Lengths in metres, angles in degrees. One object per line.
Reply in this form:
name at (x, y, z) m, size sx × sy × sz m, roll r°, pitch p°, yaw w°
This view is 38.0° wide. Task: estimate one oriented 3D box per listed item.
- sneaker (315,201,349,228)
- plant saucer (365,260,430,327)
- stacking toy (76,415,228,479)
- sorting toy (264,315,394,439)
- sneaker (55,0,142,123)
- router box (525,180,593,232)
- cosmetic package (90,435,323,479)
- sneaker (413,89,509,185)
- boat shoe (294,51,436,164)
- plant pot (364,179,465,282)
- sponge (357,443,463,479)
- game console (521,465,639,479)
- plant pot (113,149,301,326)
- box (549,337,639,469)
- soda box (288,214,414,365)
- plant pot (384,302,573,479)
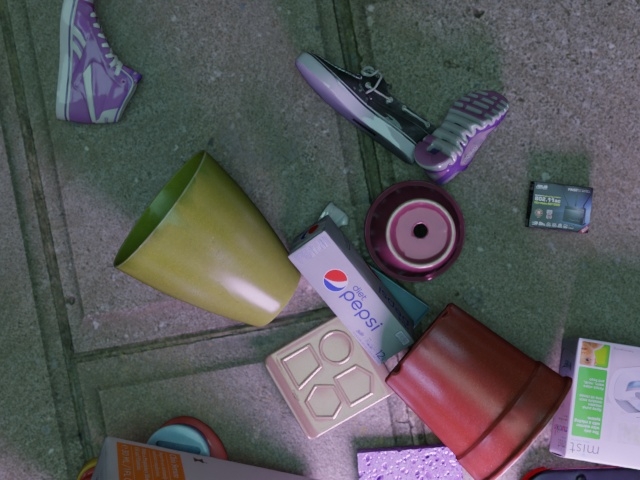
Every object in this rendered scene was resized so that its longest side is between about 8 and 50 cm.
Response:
sneaker at (0.000, 0.000, 1.843) m, size 0.061 × 0.054 × 0.152 m, roll 35°, pitch 91°, yaw -3°
plant saucer at (0.125, 0.098, 1.848) m, size 0.192 × 0.018 × 0.067 m, roll 35°, pitch 126°, yaw 0°
stacking toy at (-0.315, 0.518, 1.824) m, size 0.308 × 0.130 × 0.280 m, roll -31°, pitch 91°, yaw 2°
sorting toy at (0.019, 0.267, 1.862) m, size 0.208 × 0.038 × 0.193 m, roll -30°, pitch 91°, yaw -3°
sneaker at (-0.426, -0.370, 1.823) m, size 0.161 × 0.102 × 0.282 m, roll 5°, pitch 102°, yaw -3°
router box at (0.472, -0.066, 1.841) m, size 0.122 × 0.038 × 0.092 m, roll 6°, pitch 91°, yaw 1°
cosmetic package at (-0.193, 0.520, 1.700) m, size 0.453 × 0.230 × 0.162 m, roll 17°, pitch 101°, yaw -19°
sneaker at (0.278, -0.196, 1.820) m, size 0.236 × 0.105 × 0.095 m, roll -44°, pitch 53°, yaw -17°
boat shoe at (0.092, -0.280, 1.806) m, size 0.306 × 0.113 × 0.105 m, roll 37°, pitch 85°, yaw -3°
plant pot at (0.183, -0.016, 1.776) m, size 0.201 × 0.180 × 0.202 m, roll 0°, pitch 92°, yaw 2°
sponge at (0.182, 0.472, 1.864) m, size 0.210 × 0.031 × 0.117 m, roll -4°, pitch 92°, yaw 1°
game console at (0.560, 0.640, 1.850) m, size 0.341 × 0.060 × 0.387 m, roll -1°, pitch 92°, yaw 1°
plant pot at (-0.190, 0.025, 1.765) m, size 0.293 × 0.275 × 0.275 m, roll 38°, pitch 92°, yaw -17°
box at (0.594, 0.321, 1.795) m, size 0.261 × 0.127 × 0.231 m, roll 10°, pitch 81°, yaw 1°
soda box at (0.062, 0.095, 1.786) m, size 0.091 × 0.098 × 0.286 m, roll -35°, pitch 103°, yaw 16°
plant pot at (0.283, 0.275, 1.755) m, size 0.265 × 0.272 × 0.272 m, roll 41°, pitch 92°, yaw 7°
